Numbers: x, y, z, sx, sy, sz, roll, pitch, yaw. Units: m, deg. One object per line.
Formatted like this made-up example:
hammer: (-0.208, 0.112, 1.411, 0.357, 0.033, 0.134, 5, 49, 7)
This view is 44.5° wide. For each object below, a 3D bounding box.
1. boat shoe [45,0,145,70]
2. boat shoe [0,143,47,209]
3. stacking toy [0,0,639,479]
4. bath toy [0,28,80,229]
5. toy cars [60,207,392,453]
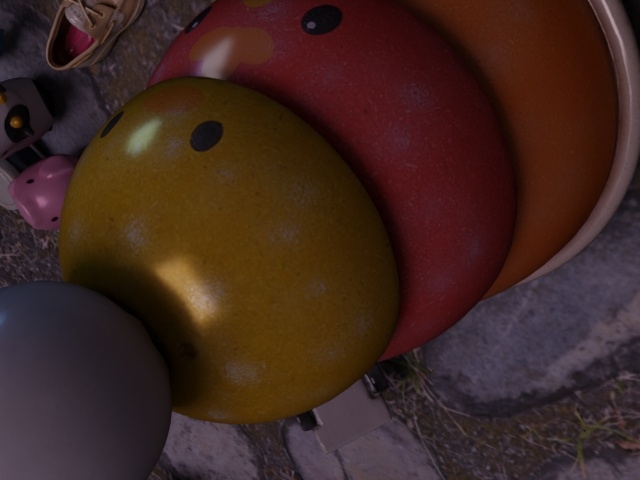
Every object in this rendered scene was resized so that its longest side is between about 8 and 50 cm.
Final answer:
boat shoe: (-0.222, -0.221, 0.762, 0.063, 0.059, 0.170, 46, 136, -1)
boat shoe: (-0.431, -0.150, 0.953, 0.254, 0.079, 0.095, 42, 134, 0)
stacking toy: (-0.028, -0.008, 0.474, 0.350, 0.480, 0.351, 19, 130, 24)
bath toy: (-0.299, -0.074, 0.871, 0.129, 0.151, 0.348, -21, 111, 31)
toy cars: (-0.097, 0.078, 0.827, 0.393, 0.177, 0.087, 23, 176, 0)
